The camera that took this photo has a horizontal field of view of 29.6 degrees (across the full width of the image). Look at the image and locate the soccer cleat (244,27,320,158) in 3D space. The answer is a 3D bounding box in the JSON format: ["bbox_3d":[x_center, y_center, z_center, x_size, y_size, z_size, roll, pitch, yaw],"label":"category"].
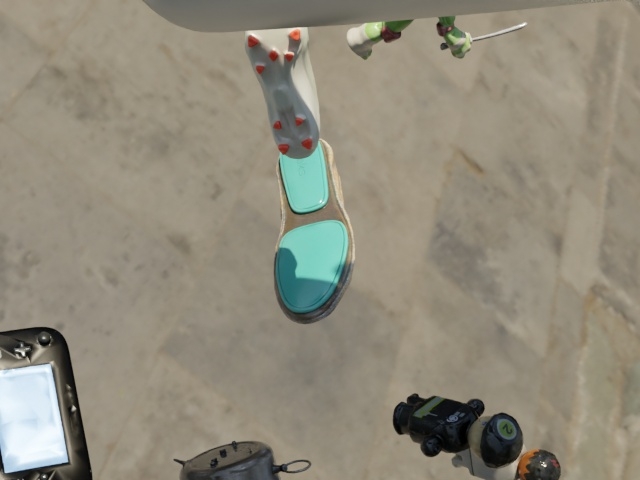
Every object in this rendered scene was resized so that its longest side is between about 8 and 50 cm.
[{"bbox_3d":[-0.038,-0.183,1.286,0.076,0.068,0.196,-74,157,-65],"label":"soccer cleat"}]

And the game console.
[{"bbox_3d":[-0.287,0.249,1.178,0.213,0.044,0.361,-2,58,-27],"label":"game console"}]

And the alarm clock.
[{"bbox_3d":[-0.103,0.305,1.598,0.129,0.192,0.064,-35,115,-72],"label":"alarm clock"}]

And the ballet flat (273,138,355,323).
[{"bbox_3d":[0.000,0.000,1.556,0.106,0.107,0.316,67,18,-46],"label":"ballet flat"}]

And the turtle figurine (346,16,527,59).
[{"bbox_3d":[0.188,-0.402,2.040,0.275,0.266,0.198,-45,118,-48],"label":"turtle figurine"}]

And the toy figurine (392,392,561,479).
[{"bbox_3d":[0.162,0.287,1.325,0.209,0.148,0.213,37,69,-47],"label":"toy figurine"}]

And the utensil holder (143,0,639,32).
[{"bbox_3d":[0.060,-0.317,0.861,0.327,0.385,0.328,-2,92,-62],"label":"utensil holder"}]
